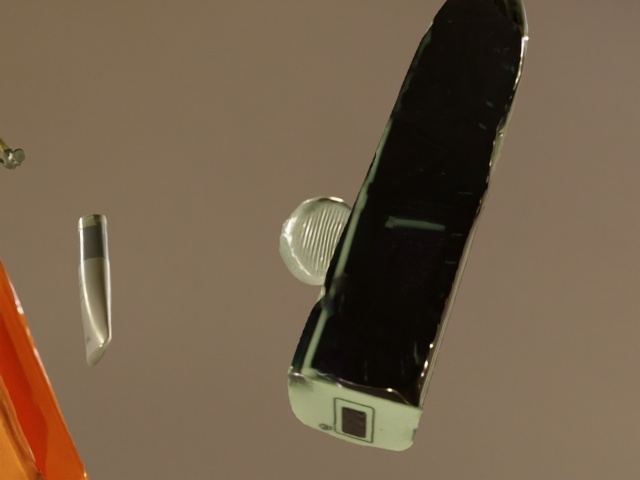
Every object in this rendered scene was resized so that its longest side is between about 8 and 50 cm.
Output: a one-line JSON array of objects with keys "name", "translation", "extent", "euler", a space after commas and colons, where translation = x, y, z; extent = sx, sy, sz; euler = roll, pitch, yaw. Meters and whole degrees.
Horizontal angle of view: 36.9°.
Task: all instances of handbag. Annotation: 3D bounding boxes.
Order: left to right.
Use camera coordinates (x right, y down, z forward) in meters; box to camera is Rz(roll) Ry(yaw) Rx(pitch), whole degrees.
[{"name": "handbag", "translation": [-0.483, 0.217, 1.217], "extent": [0.116, 0.303, 0.410], "euler": [-21, -92, -66]}]

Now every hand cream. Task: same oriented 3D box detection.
[{"name": "hand cream", "translation": [-0.353, 0.072, 1.504], "extent": [0.048, 0.079, 0.255], "euler": [7, -128, -27]}]

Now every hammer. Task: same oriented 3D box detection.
[{"name": "hammer", "translation": [-0.438, -0.167, 1.220], "extent": [0.017, 0.062, 0.182], "euler": [-37, -84, -32]}]

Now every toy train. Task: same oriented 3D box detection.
[{"name": "toy train", "translation": [0.053, -0.029, 0.427], "extent": [0.055, 0.048, 0.252], "euler": [12, -125, 16]}]

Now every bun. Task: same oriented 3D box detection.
[{"name": "bun", "translation": [0.000, 0.000, 1.484], "extent": [0.140, 0.141, 0.083], "euler": [0, -175, -23]}]
